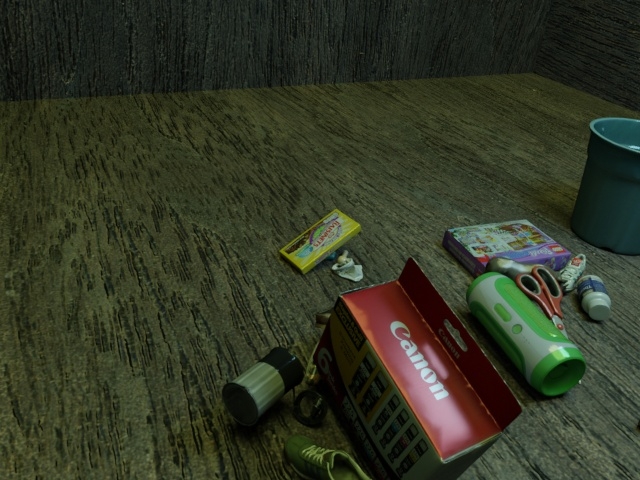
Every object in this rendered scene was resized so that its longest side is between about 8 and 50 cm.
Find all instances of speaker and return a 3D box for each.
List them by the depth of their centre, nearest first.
[{"bbox_3d":[0.442,0.196,1.234,0.131,0.131,0.296,-5,33,-17],"label":"speaker"}]

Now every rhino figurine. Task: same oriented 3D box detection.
[{"bbox_3d":[0.528,0.101,1.423,0.243,0.106,0.073,9,32,6],"label":"rhino figurine"}]

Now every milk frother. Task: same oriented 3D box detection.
[{"bbox_3d":[-0.077,0.285,0.996,0.143,0.129,0.135,18,29,30],"label":"milk frother"}]

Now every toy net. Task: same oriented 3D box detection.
[{"bbox_3d":[0.028,0.035,1.503,0.122,0.045,0.232,-12,36,-28],"label":"toy net"}]

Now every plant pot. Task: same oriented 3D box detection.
[{"bbox_3d":[0.943,-0.160,1.705,0.341,0.334,0.341,4,32,-3],"label":"plant pot"}]

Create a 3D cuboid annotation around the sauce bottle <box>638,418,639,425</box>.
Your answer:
[{"bbox_3d":[0.675,0.376,1.064,0.042,0.042,0.128,-19,41,-35],"label":"sauce bottle"}]

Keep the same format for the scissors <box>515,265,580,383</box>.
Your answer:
[{"bbox_3d":[0.551,0.183,1.287,0.109,0.021,0.297,-7,53,-21],"label":"scissors"}]

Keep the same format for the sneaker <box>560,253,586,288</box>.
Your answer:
[{"bbox_3d":[0.667,0.085,1.503,0.057,0.075,0.161,30,38,33],"label":"sneaker"}]

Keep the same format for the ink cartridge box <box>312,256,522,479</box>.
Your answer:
[{"bbox_3d":[0.136,0.228,0.919,0.130,0.271,0.309,-13,52,-28],"label":"ink cartridge box"}]

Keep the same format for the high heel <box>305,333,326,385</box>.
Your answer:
[{"bbox_3d":[0.093,0.238,1.129,0.186,0.093,0.261,13,23,23],"label":"high heel"}]

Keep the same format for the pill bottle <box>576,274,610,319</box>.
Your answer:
[{"bbox_3d":[0.692,0.146,1.416,0.067,0.067,0.120,10,31,7],"label":"pill bottle"}]

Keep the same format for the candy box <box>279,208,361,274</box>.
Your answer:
[{"bbox_3d":[0.000,0.000,1.501,0.206,0.027,0.105,-38,50,-18],"label":"candy box"}]

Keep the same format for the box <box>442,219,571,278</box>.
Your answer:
[{"bbox_3d":[0.525,0.024,1.595,0.293,0.057,0.201,-7,33,-20],"label":"box"}]

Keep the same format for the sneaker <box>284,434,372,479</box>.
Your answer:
[{"bbox_3d":[0.017,0.366,0.918,0.064,0.086,0.192,-23,42,-39],"label":"sneaker"}]

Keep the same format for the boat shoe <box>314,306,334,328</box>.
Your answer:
[{"bbox_3d":[0.069,0.145,1.170,0.073,0.073,0.207,7,5,44],"label":"boat shoe"}]
